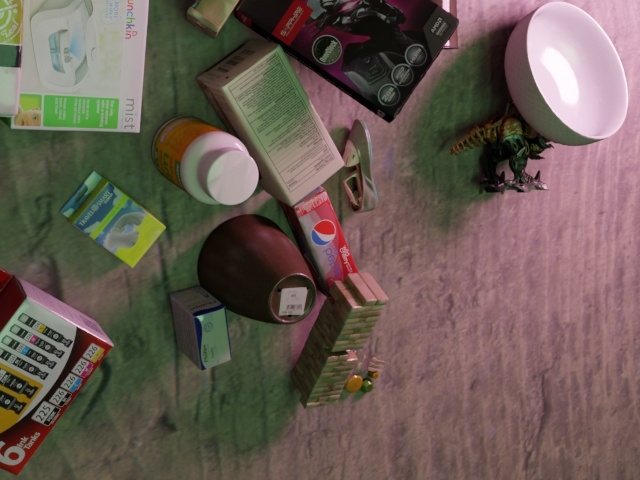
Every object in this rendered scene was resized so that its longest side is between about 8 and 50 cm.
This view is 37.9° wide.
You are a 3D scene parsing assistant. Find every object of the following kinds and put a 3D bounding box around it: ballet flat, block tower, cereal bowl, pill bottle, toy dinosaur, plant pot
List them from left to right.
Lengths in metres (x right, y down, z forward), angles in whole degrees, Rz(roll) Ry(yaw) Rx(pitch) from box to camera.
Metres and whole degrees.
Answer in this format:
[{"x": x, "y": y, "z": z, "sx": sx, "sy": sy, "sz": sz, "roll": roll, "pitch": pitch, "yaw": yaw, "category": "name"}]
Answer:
[{"x": -0.214, "y": -0.146, "z": 1.750, "sx": 0.136, "sy": 0.246, "sz": 0.136, "roll": -11, "pitch": 113, "yaw": -27, "category": "pill bottle"}, {"x": -0.108, "y": 0.081, "z": 1.906, "sx": 0.215, "sy": 0.230, "sz": 0.215, "roll": -11, "pitch": 114, "yaw": -27, "category": "plant pot"}, {"x": 0.034, "y": 0.225, "z": 2.063, "sx": 0.091, "sy": 0.097, "sz": 0.335, "roll": -2, "pitch": 130, "yaw": -33, "category": "block tower"}, {"x": 0.079, "y": -0.156, "z": 2.026, "sx": 0.068, "sy": 0.072, "sz": 0.213, "roll": -19, "pitch": 117, "yaw": -19, "category": "ballet flat"}, {"x": 0.437, "y": -0.221, "z": 2.195, "sx": 0.322, "sy": 0.164, "sz": 0.218, "roll": -6, "pitch": 97, "yaw": -9, "category": "toy dinosaur"}, {"x": 0.544, "y": -0.366, "z": 2.139, "sx": 0.339, "sy": 0.141, "sz": 0.338, "roll": 12, "pitch": 68, "yaw": -32, "category": "cereal bowl"}]

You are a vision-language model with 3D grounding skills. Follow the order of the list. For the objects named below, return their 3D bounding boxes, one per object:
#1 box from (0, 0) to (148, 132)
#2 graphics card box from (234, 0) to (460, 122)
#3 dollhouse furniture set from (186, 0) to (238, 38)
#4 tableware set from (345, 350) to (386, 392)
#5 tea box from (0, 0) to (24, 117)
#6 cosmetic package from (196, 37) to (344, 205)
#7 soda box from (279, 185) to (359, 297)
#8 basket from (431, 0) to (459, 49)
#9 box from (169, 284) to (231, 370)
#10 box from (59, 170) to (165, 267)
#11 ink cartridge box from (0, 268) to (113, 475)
[{"x": -0.433, "y": -0.328, "z": 1.629, "sx": 0.231, "sy": 0.127, "sz": 0.261, "roll": 0, "pitch": 107, "yaw": -28, "category": "box"}, {"x": 0.050, "y": -0.422, "z": 1.786, "sx": 0.371, "sy": 0.094, "sz": 0.232, "roll": 35, "pitch": 88, "yaw": -2, "category": "graphics card box"}, {"x": -0.234, "y": -0.480, "z": 1.708, "sx": 0.184, "sy": 0.129, "sz": 0.129, "roll": 33, "pitch": 90, "yaw": -11, "category": "dollhouse furniture set"}, {"x": 0.079, "y": 0.315, "z": 2.232, "sx": 0.154, "sy": 0.024, "sz": 0.104, "roll": 18, "pitch": 101, "yaw": -35, "category": "tableware set"}, {"x": -0.644, "y": -0.371, "z": 1.429, "sx": 0.329, "sy": 0.220, "sz": 0.323, "roll": -2, "pitch": 108, "yaw": -30, "category": "tea box"}, {"x": -0.097, "y": -0.236, "z": 1.857, "sx": 0.153, "sy": 0.129, "sz": 0.296, "roll": -38, "pitch": 122, "yaw": -15, "category": "cosmetic package"}, {"x": 0.000, "y": 0.000, "z": 2.023, "sx": 0.083, "sy": 0.092, "sz": 0.263, "roll": -30, "pitch": 121, "yaw": -14, "category": "soda box"}, {"x": 0.209, "y": -0.508, "z": 1.915, "sx": 0.154, "sy": 0.204, "sz": 0.226, "roll": 0, "pitch": 101, "yaw": 0, "category": "basket"}, {"x": -0.247, "y": 0.177, "z": 1.916, "sx": 0.072, "sy": 0.137, "sz": 0.126, "roll": -16, "pitch": 115, "yaw": -26, "category": "box"}, {"x": -0.400, "y": -0.040, "z": 1.804, "sx": 0.109, "sy": 0.042, "sz": 0.178, "roll": -52, "pitch": 125, "yaw": -5, "category": "box"}, {"x": -0.598, "y": 0.237, "z": 1.738, "sx": 0.272, "sy": 0.130, "sz": 0.309, "roll": 37, "pitch": 88, "yaw": -34, "category": "ink cartridge box"}]
